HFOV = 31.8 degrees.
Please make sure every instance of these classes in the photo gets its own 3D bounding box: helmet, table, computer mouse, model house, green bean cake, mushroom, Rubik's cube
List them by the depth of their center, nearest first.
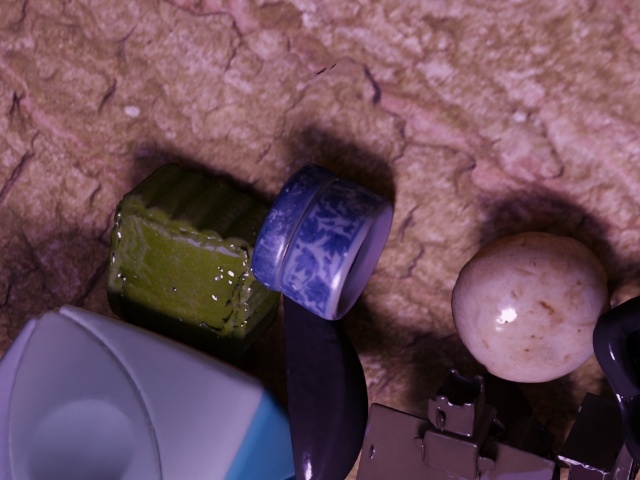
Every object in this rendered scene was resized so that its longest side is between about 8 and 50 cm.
[{"bbox_3d":[0.373,0.130,1.061,0.193,0.216,0.189,28,167,-24],"label":"helmet"},{"bbox_3d":[0.219,0.065,1.160,0.166,0.127,0.166,4,125,6],"label":"mushroom"},{"bbox_3d":[0.298,0.233,1.190,0.062,0.175,0.146,17,128,23],"label":"table"},{"bbox_3d":[0.163,0.222,1.232,0.211,0.204,0.243,14,135,22],"label":"model house"},{"bbox_3d":[0.009,0.162,1.277,0.086,0.270,0.138,-8,145,3],"label":"computer mouse"},{"bbox_3d":[-0.151,0.033,1.353,0.200,0.113,0.214,22,129,15],"label":"green bean cake"},{"bbox_3d":[-0.235,0.324,1.380,0.347,0.352,0.352,18,155,21],"label":"Rubik's cube"}]

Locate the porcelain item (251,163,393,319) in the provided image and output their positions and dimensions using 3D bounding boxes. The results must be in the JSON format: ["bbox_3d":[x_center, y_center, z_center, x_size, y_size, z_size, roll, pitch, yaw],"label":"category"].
[{"bbox_3d":[0.000,0.000,1.222,0.114,0.147,0.147,26,130,12],"label":"porcelain item"}]
